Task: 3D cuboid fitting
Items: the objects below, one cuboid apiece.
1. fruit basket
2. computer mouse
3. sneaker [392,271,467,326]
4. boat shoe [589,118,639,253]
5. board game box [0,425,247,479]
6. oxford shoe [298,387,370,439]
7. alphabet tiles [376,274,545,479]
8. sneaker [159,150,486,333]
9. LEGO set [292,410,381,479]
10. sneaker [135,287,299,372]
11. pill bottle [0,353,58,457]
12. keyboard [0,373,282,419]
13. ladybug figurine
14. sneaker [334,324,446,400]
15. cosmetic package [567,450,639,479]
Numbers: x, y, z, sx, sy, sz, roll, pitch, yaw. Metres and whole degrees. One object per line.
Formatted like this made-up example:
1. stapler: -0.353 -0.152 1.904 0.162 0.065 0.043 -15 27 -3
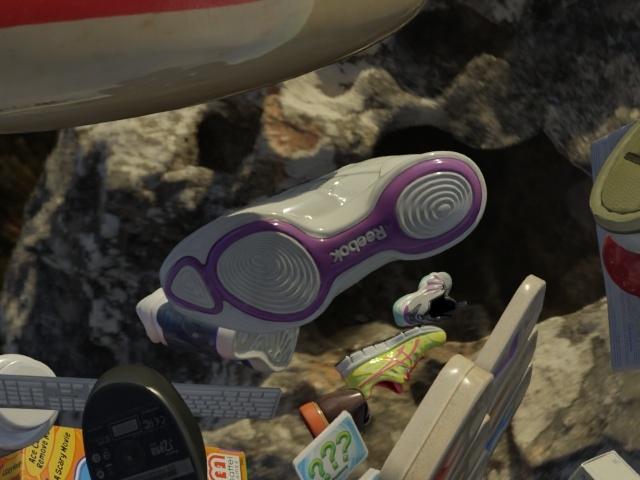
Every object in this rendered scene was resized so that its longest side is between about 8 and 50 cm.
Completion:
1. fruit basket: 0.450 -0.006 1.308 0.165 0.353 0.327 -2 81 -11
2. computer mouse: -0.078 0.186 0.596 0.071 0.041 0.242 -18 84 16
3. sneaker: 0.130 0.063 1.115 0.069 0.098 0.038 -4 115 43
4. boat shoe: 0.332 -0.080 0.811 0.302 0.103 0.113 -41 31 -18
5. board game box: -0.334 0.523 1.547 0.356 0.356 0.356 -45 43 41
6. oxford shoe: 0.034 0.279 1.587 0.098 0.271 0.097 -30 77 -6
7. alphabet tiles: 0.042 0.160 0.510 0.021 0.284 0.278 28 70 19
8. sneaker: 0.000 0.000 0.986 0.305 0.152 0.114 -18 101 -7
9. LEGO set: -0.008 0.288 0.883 0.060 0.244 0.182 -1 119 49
10. sneaker: -0.194 0.148 1.901 0.236 0.323 0.130 14 87 22
11. pill bottle: -0.403 0.211 1.319 0.215 0.117 0.117 -28 75 51
12. keyboard: -0.165 0.142 0.948 0.256 0.072 0.014 4 65 -9
13. ladybug figurine: -0.134 -0.194 0.717 0.305 0.449 0.162 38 140 54
14. sneaker: 0.130 0.211 1.786 0.208 0.081 0.094 -21 76 -19
15. cosmetic package: 0.407 0.500 1.653 0.160 0.113 0.309 46 122 32
